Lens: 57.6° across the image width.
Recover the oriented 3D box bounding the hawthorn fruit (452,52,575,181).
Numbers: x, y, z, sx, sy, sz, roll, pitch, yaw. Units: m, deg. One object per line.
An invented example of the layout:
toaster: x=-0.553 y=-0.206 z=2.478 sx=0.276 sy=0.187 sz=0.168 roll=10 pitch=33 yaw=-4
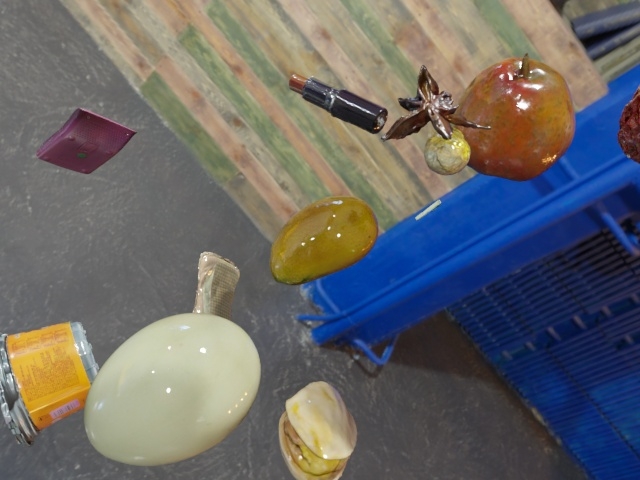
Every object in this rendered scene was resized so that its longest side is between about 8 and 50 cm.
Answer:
hawthorn fruit: x=0.437 y=-0.289 z=1.298 sx=0.298 sy=0.277 sz=0.277 roll=85 pitch=5 yaw=-48

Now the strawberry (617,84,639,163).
strawberry: x=0.575 y=-0.166 z=0.933 sx=0.234 sy=0.178 sz=0.233 roll=2 pitch=78 yaw=-10

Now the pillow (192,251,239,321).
pillow: x=-0.251 y=0.136 z=1.391 sx=0.135 sy=0.034 sz=0.211 roll=28 pitch=56 yaw=-43

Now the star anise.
star anise: x=0.218 y=-0.224 z=1.073 sx=0.144 sy=0.140 sz=0.158 roll=28 pitch=83 yaw=-52

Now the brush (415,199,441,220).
brush: x=0.295 y=-0.080 z=1.591 sx=0.013 sy=0.084 sz=0.016 roll=42 pitch=21 yaw=-31

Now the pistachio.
pistachio: x=-0.005 y=0.533 z=1.638 sx=0.230 sy=0.230 sz=0.309 roll=41 pitch=14 yaw=-21

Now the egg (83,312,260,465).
egg: x=-0.197 y=0.200 z=0.788 sx=0.242 sy=0.186 sz=0.186 roll=-25 pitch=80 yaw=-13

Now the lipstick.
lipstick: x=0.041 y=-0.373 z=1.563 sx=0.300 sy=0.081 sz=0.081 roll=29 pitch=27 yaw=21

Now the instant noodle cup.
instant noodle cup: x=-0.400 y=0.196 z=0.867 sx=0.126 sy=0.177 sz=0.208 roll=-20 pitch=35 yaw=-22

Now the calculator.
calculator: x=-0.478 y=-0.194 z=1.186 sx=0.127 sy=0.190 sz=0.034 roll=18 pitch=51 yaw=-47

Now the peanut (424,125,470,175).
peanut: x=0.243 y=-0.176 z=1.133 sx=0.087 sy=0.087 sz=0.206 roll=51 pitch=17 yaw=-8

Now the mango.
mango: x=0.001 y=-0.005 z=1.263 sx=0.175 sy=0.255 sz=0.139 roll=-115 pitch=-179 yaw=-54
